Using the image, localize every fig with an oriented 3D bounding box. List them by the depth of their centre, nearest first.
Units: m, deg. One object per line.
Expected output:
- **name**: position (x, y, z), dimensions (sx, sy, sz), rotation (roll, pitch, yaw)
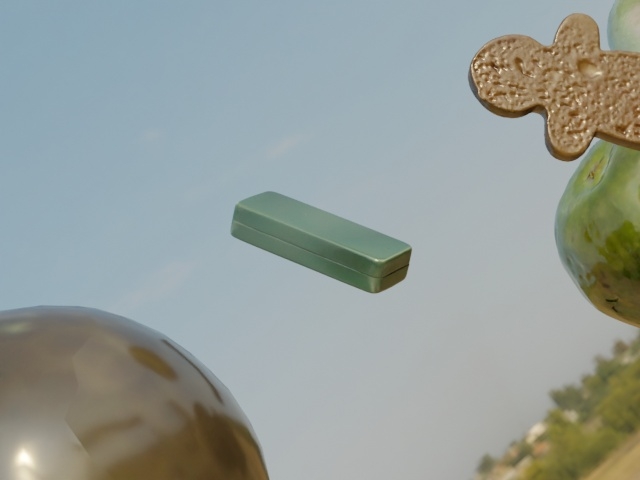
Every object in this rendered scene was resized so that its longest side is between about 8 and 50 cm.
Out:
- **fig**: position (0.392, 0.018, 1.461), dimensions (0.233, 0.314, 0.233), rotation (-30, 10, 6)

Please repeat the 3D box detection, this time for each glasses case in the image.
- **glasses case**: position (0.000, 0.000, 1.394), dimensions (0.078, 0.184, 0.039), rotation (-24, -49, -57)

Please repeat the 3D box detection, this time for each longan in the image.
- **longan**: position (-0.204, 0.234, 1.053), dimensions (0.336, 0.404, 0.404), rotation (-27, -11, 8)

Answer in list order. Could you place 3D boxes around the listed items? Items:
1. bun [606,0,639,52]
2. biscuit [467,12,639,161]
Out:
- **bun**: position (0.455, -0.221, 1.402), dimensions (0.293, 0.293, 0.187), rotation (-21, -37, -57)
- **biscuit**: position (0.226, -0.129, 1.140), dimensions (0.031, 0.205, 0.138), rotation (114, 163, -70)
